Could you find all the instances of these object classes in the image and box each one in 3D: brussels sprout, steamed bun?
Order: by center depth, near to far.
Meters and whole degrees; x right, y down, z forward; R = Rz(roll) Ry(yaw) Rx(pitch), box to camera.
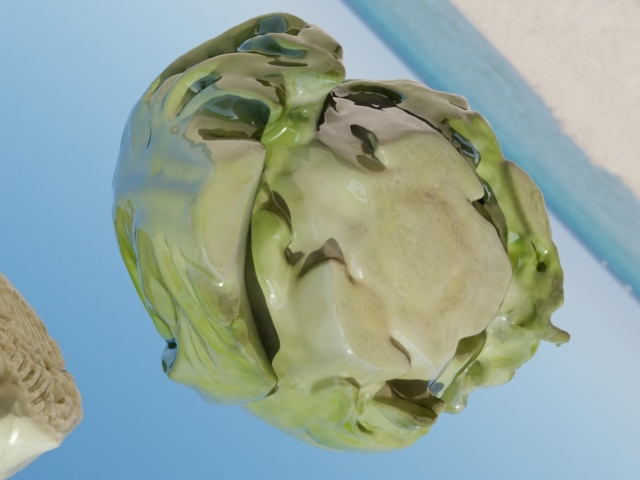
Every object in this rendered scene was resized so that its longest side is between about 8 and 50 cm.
[{"bbox_3d":[-0.014,0.008,0.997,0.425,0.342,0.361,33,158,-33],"label":"brussels sprout"},{"bbox_3d":[-0.434,0.153,1.251,0.289,0.203,0.276,53,-177,-3],"label":"steamed bun"}]
